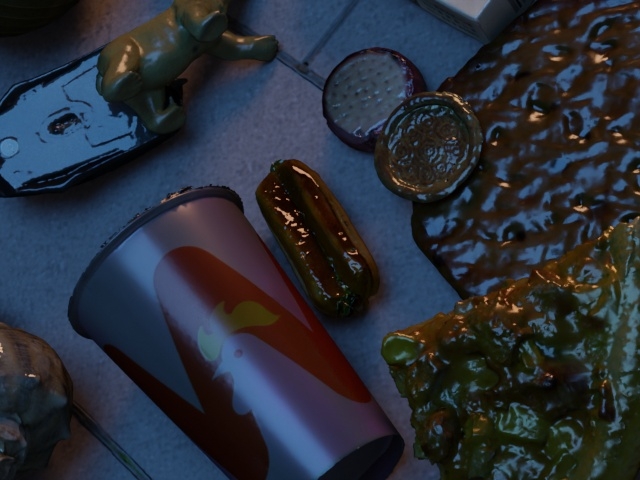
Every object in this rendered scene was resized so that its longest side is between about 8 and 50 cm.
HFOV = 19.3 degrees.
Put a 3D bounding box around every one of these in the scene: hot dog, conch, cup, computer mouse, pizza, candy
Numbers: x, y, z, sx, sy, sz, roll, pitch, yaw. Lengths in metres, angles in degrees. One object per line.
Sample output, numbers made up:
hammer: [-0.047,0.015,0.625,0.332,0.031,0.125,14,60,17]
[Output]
hot dog: [0.000,0.000,1.756,0.072,0.055,0.188,-36,60,11]
conch: [-0.328,0.163,1.790,0.210,0.159,0.291,-48,20,11]
cup: [-0.065,0.115,1.676,0.203,0.203,0.288,-43,66,4]
computer mouse: [-0.240,-0.115,1.904,0.231,0.071,0.126,-28,74,-1]
pizza: [0.201,0.144,1.567,0.268,0.087,0.257,-27,74,17]
candy: [0.051,-0.135,1.793,0.103,0.043,0.103,-9,67,21]

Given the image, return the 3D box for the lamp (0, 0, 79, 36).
lamp: [-0.350,-0.311,1.948,0.250,0.250,0.284,56,137,30]

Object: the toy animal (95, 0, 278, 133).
toy animal: [-0.137,-0.198,1.855,0.219,0.103,0.101,-39,51,-14]

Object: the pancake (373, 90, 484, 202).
pancake: [0.099,-0.087,1.723,0.115,0.011,0.115,-9,66,22]

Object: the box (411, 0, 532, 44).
box: [0.113,-0.316,1.822,0.256,0.069,0.164,35,87,30]

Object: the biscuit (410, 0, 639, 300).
biscuit: [0.245,-0.067,1.677,0.359,0.046,0.359,-9,67,21]
